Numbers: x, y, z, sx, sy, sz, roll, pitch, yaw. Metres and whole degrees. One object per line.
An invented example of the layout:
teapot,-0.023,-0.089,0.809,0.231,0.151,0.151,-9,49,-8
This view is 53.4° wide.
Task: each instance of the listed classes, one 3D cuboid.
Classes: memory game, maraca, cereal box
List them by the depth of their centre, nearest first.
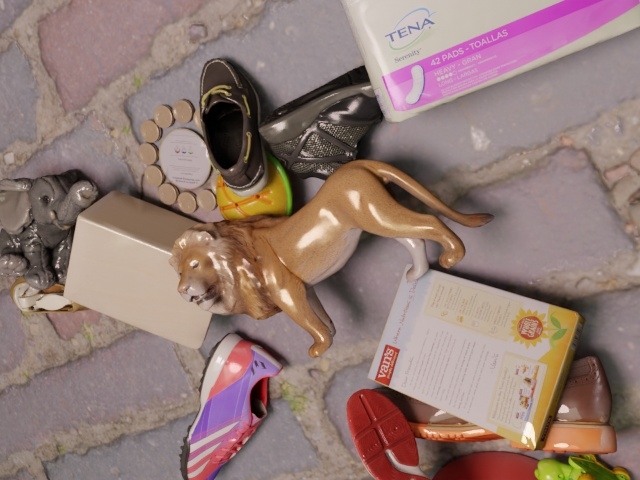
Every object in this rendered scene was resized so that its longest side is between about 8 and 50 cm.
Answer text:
cereal box,0.194,0.142,0.827,0.240,0.047,0.172,18,85,36
maraca,-0.098,-0.050,0.942,0.127,0.099,0.185,20,121,25
memory game,-0.213,-0.131,1.016,0.186,0.012,0.186,7,110,22

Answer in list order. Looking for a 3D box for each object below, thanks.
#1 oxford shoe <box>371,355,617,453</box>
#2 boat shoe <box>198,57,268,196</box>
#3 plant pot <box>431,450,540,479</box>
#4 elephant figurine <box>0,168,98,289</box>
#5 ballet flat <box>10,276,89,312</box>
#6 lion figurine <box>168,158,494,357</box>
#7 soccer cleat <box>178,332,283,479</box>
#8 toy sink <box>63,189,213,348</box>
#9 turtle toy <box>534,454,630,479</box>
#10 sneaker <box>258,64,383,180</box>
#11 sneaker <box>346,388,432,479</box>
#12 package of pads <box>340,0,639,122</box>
oxford shoe,0.217,0.217,0.894,0.364,0.130,0.132,-6,73,32
boat shoe,-0.126,-0.171,0.877,0.081,0.068,0.227,-22,64,9
plant pot,0.246,0.473,0.872,0.275,0.243,0.274,8,110,23
elephant figurine,-0.456,-0.052,1.077,0.186,0.169,0.239,20,119,-5
ballet flat,-0.521,0.103,1.199,0.233,0.073,0.080,-6,104,26
lion figurine,0.000,0.000,0.837,0.392,0.142,0.240,-37,89,13
soccer cleat,-0.155,0.311,1.085,0.117,0.108,0.318,23,112,12
toy sink,-0.260,0.043,1.015,0.234,0.131,0.152,21,116,1
turtle toy,0.356,0.331,0.856,0.130,0.095,0.066,29,111,14
sneaker,0.044,-0.153,0.856,0.228,0.087,0.130,-26,118,13
sneaker,0.090,0.317,0.865,0.221,0.087,0.128,61,154,19
package of pads,0.172,-0.287,0.700,0.297,0.101,0.229,-21,98,12
